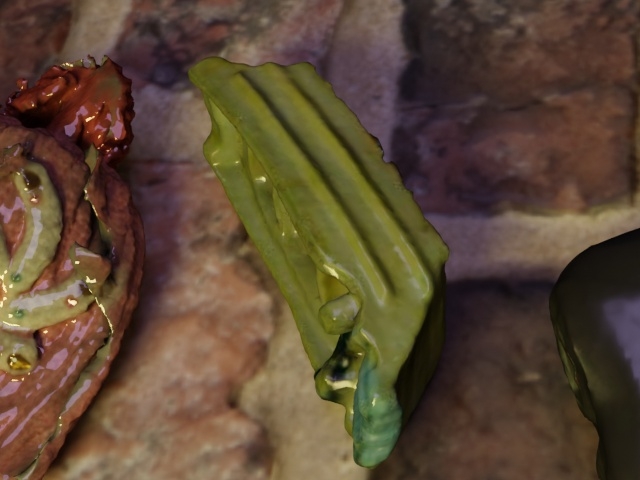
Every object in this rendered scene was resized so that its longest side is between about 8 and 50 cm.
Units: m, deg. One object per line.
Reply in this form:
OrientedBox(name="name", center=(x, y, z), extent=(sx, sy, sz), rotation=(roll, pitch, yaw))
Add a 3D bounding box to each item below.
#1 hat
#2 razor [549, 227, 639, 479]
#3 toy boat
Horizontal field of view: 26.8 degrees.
OrientedBox(name="hat", center=(-0.202, -0.005, 0.809), extent=(0.236, 0.107, 0.286), rotation=(26, 64, 13))
OrientedBox(name="razor", center=(0.295, 0.060, 0.676), extent=(0.349, 0.113, 0.204), rotation=(-13, 63, -3))
OrientedBox(name="toy boat", center=(0.006, -0.001, 0.775), extent=(0.084, 0.111, 0.276), rotation=(-18, 51, -14))
